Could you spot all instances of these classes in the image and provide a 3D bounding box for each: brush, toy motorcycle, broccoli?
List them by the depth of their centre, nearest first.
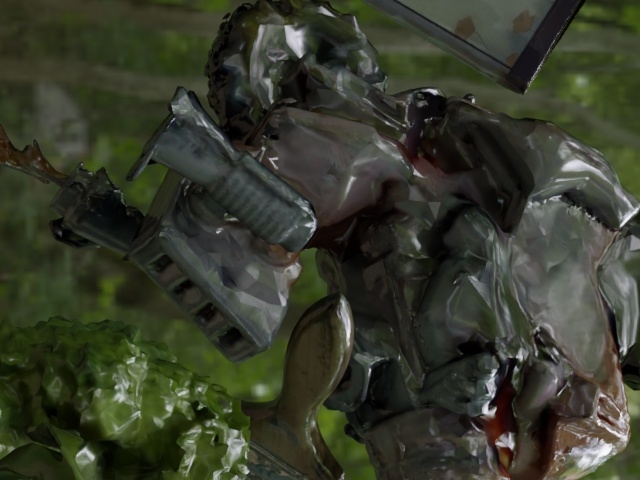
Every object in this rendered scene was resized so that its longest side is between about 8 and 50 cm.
[{"bbox_3d":[-0.108,0.175,0.568,0.302,0.186,0.254,-85,-176,-73],"label":"broccoli"},{"bbox_3d":[-0.012,0.075,0.716,0.070,0.021,0.196,33,-36,10],"label":"brush"},{"bbox_3d":[0.000,0.000,0.742,0.134,0.401,0.207,-30,-148,58],"label":"toy motorcycle"}]

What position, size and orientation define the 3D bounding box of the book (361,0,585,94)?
[{"bbox_3d":[0.059,-0.201,0.930,0.157,0.231,0.026,-58,-166,13],"label":"book"}]
